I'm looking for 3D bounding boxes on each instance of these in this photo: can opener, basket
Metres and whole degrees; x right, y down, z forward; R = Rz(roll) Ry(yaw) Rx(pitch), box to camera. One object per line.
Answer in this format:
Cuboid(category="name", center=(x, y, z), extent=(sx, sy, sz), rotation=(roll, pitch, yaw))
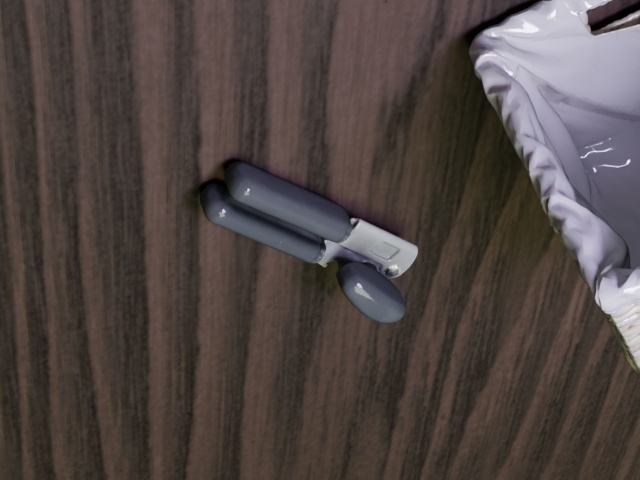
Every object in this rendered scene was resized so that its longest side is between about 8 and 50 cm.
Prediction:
Cuboid(category="can opener", center=(0.000, 0.000, 1.789), extent=(0.074, 0.093, 0.280), rotation=(-41, 135, 24))
Cuboid(category="basket", center=(0.366, -0.084, 1.678), extent=(0.328, 0.331, 0.266), rotation=(-26, 149, 5))
